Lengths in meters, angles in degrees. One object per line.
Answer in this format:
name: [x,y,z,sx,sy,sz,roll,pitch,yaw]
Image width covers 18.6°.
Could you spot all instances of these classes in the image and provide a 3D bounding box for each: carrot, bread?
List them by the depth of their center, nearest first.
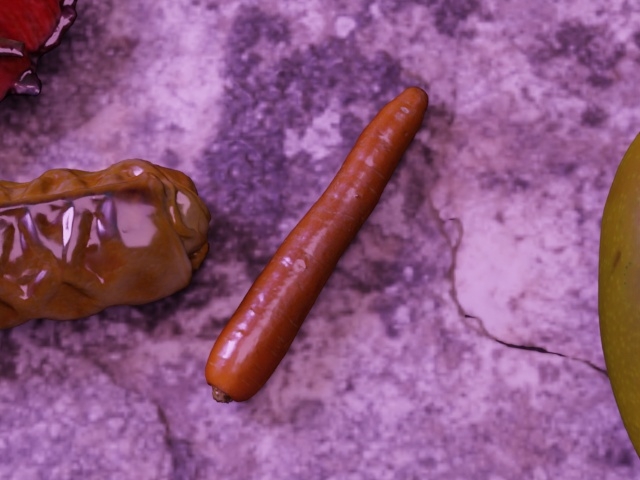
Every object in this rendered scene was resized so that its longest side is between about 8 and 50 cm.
bread: [-0.203,0.007,1.247,0.269,0.098,0.087,-8,115,1]
carrot: [0.000,0.000,1.260,0.043,0.043,0.248,30,76,12]

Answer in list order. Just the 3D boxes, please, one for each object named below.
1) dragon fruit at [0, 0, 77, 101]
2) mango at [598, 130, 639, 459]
dragon fruit: [-0.294,-0.200,1.298,0.282,0.100,0.344,12,74,11]
mango: [0.256,0.047,1.180,0.175,0.143,0.293,-4,84,-3]
